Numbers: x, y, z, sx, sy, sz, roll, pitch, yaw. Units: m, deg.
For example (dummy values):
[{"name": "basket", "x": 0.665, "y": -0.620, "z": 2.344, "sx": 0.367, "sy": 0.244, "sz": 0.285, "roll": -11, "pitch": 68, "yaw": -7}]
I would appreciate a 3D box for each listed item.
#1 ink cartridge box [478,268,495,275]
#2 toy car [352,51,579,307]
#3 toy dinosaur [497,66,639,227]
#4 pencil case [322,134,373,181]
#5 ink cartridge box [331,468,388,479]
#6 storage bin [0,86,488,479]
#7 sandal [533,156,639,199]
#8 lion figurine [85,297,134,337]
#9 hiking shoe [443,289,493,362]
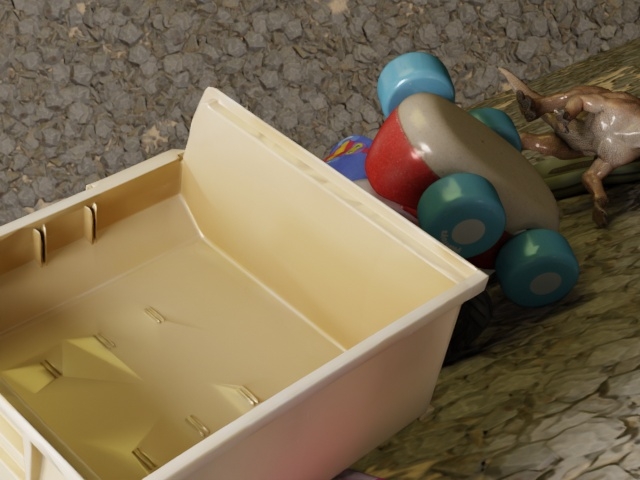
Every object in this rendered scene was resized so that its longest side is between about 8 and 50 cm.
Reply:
[{"name": "ink cartridge box", "x": 0.133, "y": 0.011, "z": 1.326, "sx": 0.239, "sy": 0.060, "sz": 0.275, "roll": -40, "pitch": 8, "yaw": 6}, {"name": "toy car", "x": 0.085, "y": -0.011, "z": 1.116, "sx": 0.238, "sy": 0.210, "sz": 0.219, "roll": -40, "pitch": 40, "yaw": 25}, {"name": "toy dinosaur", "x": 0.335, "y": -0.134, "z": 1.326, "sx": 0.200, "sy": 0.127, "sz": 0.295, "roll": -23, "pitch": 31, "yaw": -21}, {"name": "pencil case", "x": 0.000, "y": 0.000, "z": 1.348, "sx": 0.119, "sy": 0.133, "sz": 0.306, "roll": 5, "pitch": 36, "yaw": 32}, {"name": "ink cartridge box", "x": -0.034, "y": 0.197, "z": 0.654, "sx": 0.175, "sy": 0.069, "sz": 0.371, "roll": -26, "pitch": 13, "yaw": -27}, {"name": "storage bin", "x": -0.095, "y": 0.046, "z": 0.676, "sx": 0.262, "sy": 0.123, "sz": 0.260, "roll": -28, "pitch": 53, "yaw": -37}, {"name": "sandal", "x": 0.381, "y": -0.124, "z": 1.436, "sx": 0.303, "sy": 0.086, "sz": 0.120, "roll": -15, "pitch": 12, "yaw": 33}, {"name": "lion figurine", "x": -0.117, "y": 0.111, "z": 0.939, "sx": 0.142, "sy": 0.240, "sz": 0.392, "roll": 12, "pitch": -22, "yaw": 12}, {"name": "hiking shoe", "x": 0.050, "y": 0.075, "z": 1.061, "sx": 0.227, "sy": 0.086, "sz": 0.114, "roll": -19, "pitch": 13, "yaw": 19}]
